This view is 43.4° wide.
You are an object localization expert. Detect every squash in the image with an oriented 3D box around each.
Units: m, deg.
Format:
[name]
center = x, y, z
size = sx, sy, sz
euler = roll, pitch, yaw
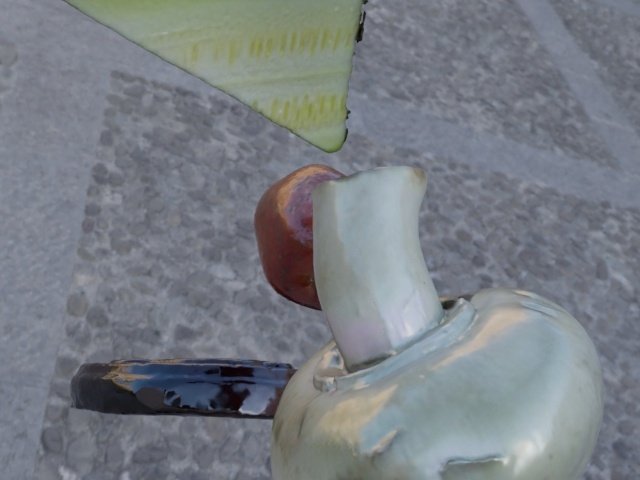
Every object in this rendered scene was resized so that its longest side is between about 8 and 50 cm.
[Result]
[squash]
center = -0.107, -0.160, 0.693
size = 0.288, 0.203, 0.111
euler = -18, 44, -31

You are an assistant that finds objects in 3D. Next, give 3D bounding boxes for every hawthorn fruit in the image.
[hawthorn fruit]
center = 0.000, 0.000, 1.025
size = 0.189, 0.189, 0.189
euler = 16, 37, -13

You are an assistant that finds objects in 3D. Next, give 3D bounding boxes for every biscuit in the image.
[biscuit]
center = -0.188, 0.234, 1.278
size = 0.407, 0.407, 0.091
euler = 7, 79, -24

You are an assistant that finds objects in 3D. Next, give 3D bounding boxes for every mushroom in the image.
[mushroom]
center = 0.103, 0.132, 0.766
size = 0.315, 0.315, 0.356
euler = 14, 54, -15
